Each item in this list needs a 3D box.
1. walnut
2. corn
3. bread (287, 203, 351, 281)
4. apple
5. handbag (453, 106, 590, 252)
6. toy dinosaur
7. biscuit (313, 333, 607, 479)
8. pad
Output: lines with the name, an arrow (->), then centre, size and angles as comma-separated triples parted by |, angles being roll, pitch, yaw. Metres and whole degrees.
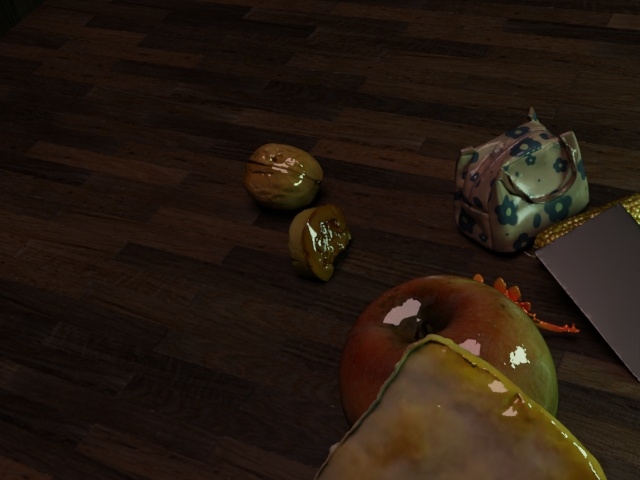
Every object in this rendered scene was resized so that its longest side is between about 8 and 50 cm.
walnut -> -0.087, -0.136, 2.259 | 0.180, 0.144, 0.144 | 20, 52, 24
corn -> 0.536, -0.017, 1.954 | 0.310, 0.101, 0.101 | -19, 41, -4
bread -> -0.006, -0.005, 2.100 | 0.086, 0.125, 0.156 | -3, 44, 41
apple -> 0.204, 0.231, 1.644 | 0.338, 0.305, 0.338 | -18, 35, 13
handbag -> 0.389, -0.120, 2.041 | 0.251, 0.193, 0.190 | -30, 39, -17
toy dinosaur -> 0.315, 0.116, 1.864 | 0.288, 0.117, 0.070 | 9, 46, 29
biscuit -> 0.182, 0.384, 1.434 | 0.446, 0.104, 0.429 | 31, 97, 9
pad -> 0.544, 0.084, 1.834 | 0.202, 0.005, 0.300 | -28, 62, -14
